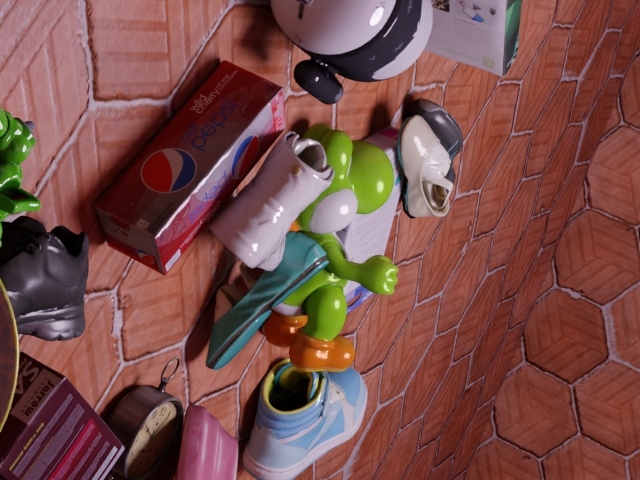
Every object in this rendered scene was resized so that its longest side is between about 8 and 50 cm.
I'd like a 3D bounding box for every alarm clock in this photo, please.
[{"bbox_3d":[-0.237,0.242,1.729,0.192,0.064,0.129,-63,158,3],"label":"alarm clock"}]

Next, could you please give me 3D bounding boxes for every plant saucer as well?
[{"bbox_3d":[-0.174,0.402,1.811,0.332,0.084,0.332,-172,-90,-86],"label":"plant saucer"}]

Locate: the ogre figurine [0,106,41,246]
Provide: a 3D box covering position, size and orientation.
[{"bbox_3d":[-0.325,-0.046,1.168,0.118,0.097,0.197,1,96,-57],"label":"ogre figurine"}]

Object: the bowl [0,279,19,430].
[{"bbox_3d":[-0.396,0.083,1.023,0.289,0.289,0.156,-64,-159,0],"label":"bowl"}]

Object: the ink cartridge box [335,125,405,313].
[{"bbox_3d":[0.060,-0.021,2.120,0.186,0.065,0.311,-34,140,-54],"label":"ink cartridge box"}]

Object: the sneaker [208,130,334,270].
[{"bbox_3d":[-0.048,-0.053,1.644,0.169,0.108,0.292,-48,-177,2],"label":"sneaker"}]

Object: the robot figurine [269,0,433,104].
[{"bbox_3d":[0.040,-0.300,1.630,0.278,0.173,0.209,16,56,-68],"label":"robot figurine"}]

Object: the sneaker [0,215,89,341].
[{"bbox_3d":[-0.325,0.041,1.285,0.286,0.109,0.130,-16,121,-73],"label":"sneaker"}]

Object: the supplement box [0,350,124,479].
[{"bbox_3d":[-0.326,0.242,1.513,0.130,0.073,0.239,-56,158,-20],"label":"supplement box"}]

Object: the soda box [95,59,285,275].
[{"bbox_3d":[-0.149,-0.090,1.524,0.263,0.092,0.083,-52,157,-27],"label":"soda box"}]

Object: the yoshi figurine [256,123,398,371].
[{"bbox_3d":[0.027,0.000,1.912,0.203,0.203,0.362,-60,159,-66],"label":"yoshi figurine"}]

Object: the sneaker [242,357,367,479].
[{"bbox_3d":[-0.003,0.263,2.204,0.319,0.127,0.208,-39,148,-49],"label":"sneaker"}]

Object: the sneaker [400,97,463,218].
[{"bbox_3d":[0.184,-0.137,2.224,0.106,0.101,0.267,-50,153,-24],"label":"sneaker"}]

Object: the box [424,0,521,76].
[{"bbox_3d":[0.158,-0.380,1.720,0.058,0.232,0.322,-58,158,-28],"label":"box"}]

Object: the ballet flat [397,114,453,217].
[{"bbox_3d":[0.181,-0.115,2.112,0.086,0.086,0.248,-55,157,-22],"label":"ballet flat"}]

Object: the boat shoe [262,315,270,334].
[{"bbox_3d":[-0.052,0.142,2.063,0.050,0.045,0.135,-65,158,2],"label":"boat shoe"}]

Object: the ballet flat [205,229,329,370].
[{"bbox_3d":[-0.095,0.077,1.820,0.247,0.087,0.083,-45,170,17],"label":"ballet flat"}]

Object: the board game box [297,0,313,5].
[{"bbox_3d":[-0.009,-0.450,1.385,0.291,0.141,0.232,-55,157,-22],"label":"board game box"}]
